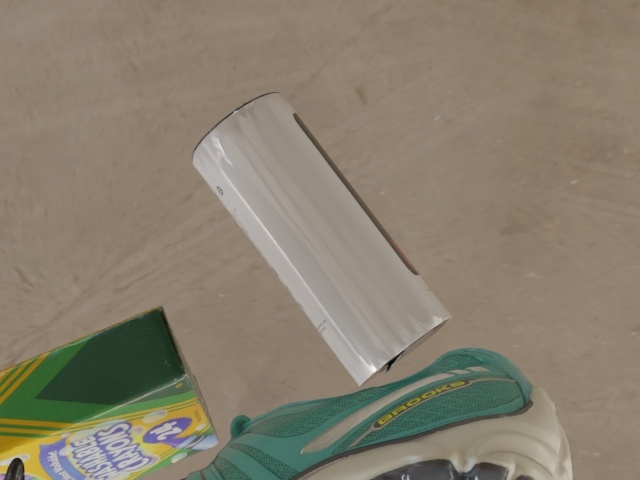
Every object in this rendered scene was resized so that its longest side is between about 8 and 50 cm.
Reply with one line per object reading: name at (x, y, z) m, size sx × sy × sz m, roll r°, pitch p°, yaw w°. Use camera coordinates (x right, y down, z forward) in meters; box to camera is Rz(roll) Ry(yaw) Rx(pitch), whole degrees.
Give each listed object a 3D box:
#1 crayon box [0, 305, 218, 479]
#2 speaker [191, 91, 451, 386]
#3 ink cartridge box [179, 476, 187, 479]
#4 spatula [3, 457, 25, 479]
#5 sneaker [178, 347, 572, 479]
crayon box at (-0.273, 0.194, 1.246) m, size 0.323 × 0.203 × 0.083 m, roll -21°, pitch 64°, yaw -6°
speaker at (0.000, 0.000, 0.601) m, size 0.055 × 0.055 × 0.136 m, roll -35°, pitch 80°, yaw -11°
ink cartridge box at (-0.109, 0.190, 0.787) m, size 0.206 × 0.208 × 0.045 m, roll -23°, pitch 88°, yaw 5°
spatula at (-0.284, 0.325, 1.158) m, size 0.030 × 0.084 × 0.296 m, roll 6°, pitch 111°, yaw -3°
sneaker at (-0.030, 0.126, 0.501) m, size 0.275 × 0.110 × 0.107 m, roll -25°, pitch 113°, yaw 15°
